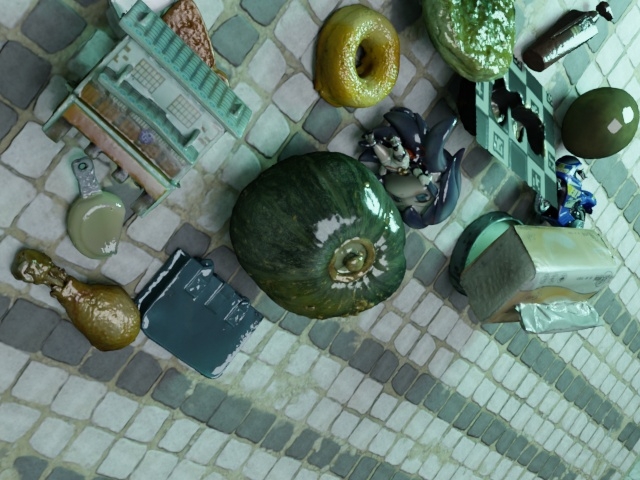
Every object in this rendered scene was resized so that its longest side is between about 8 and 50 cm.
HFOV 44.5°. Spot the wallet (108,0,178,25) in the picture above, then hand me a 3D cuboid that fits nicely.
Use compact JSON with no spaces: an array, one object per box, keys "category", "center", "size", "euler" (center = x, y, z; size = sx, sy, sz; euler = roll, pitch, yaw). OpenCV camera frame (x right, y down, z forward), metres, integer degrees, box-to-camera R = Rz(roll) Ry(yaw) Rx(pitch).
[{"category":"wallet","center":[-0.255,-0.368,1.167],"size":[0.122,0.025,0.061],"euler":[-34,131,-18]}]

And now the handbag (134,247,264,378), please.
[{"category":"handbag","center":[-0.222,0.133,1.439],"size":[0.179,0.062,0.229],"euler":[-52,133,-7]}]

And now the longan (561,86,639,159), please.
[{"category":"longan","center":[0.649,-0.268,1.833],"size":[0.184,0.159,0.204],"euler":[-33,167,-6]}]

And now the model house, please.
[{"category":"model house","center":[-0.249,-0.186,1.113],"size":[0.215,0.198,0.224],"euler":[-45,110,2]}]

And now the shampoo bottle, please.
[{"category":"shampoo bottle","center":[0.546,-0.450,1.710],"size":[0.236,0.067,0.068],"euler":[-38,124,-16]}]

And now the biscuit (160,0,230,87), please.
[{"category":"biscuit","center":[-0.226,-0.236,1.225],"size":[0.183,0.043,0.280],"euler":[1,108,-17]}]

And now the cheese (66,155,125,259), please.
[{"category":"cheese","center":[-0.354,-0.052,1.245],"size":[0.092,0.047,0.171],"euler":[-6,116,-36]}]

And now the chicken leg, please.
[{"category":"chicken leg","center":[-0.391,0.096,1.274],"size":[0.251,0.087,0.107],"euler":[42,74,-37]}]

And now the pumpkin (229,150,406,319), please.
[{"category":"pumpkin","center":[0.000,0.000,1.400],"size":[0.291,0.257,0.328],"euler":[-29,128,-5]}]

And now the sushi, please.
[{"category":"sushi","center":[0.373,-0.252,1.656],"size":[0.373,0.100,0.297],"euler":[27,59,-45]}]

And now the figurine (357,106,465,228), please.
[{"category":"figurine","center":[0.181,-0.146,1.527],"size":[0.197,0.175,0.265],"euler":[-36,138,-24]}]

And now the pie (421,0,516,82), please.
[{"category":"pie","center":[0.290,-0.425,1.458],"size":[0.277,0.078,0.277],"euler":[6,80,-39]}]

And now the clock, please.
[{"category":"clock","center":[0.407,0.040,1.878],"size":[0.226,0.049,0.226],"euler":[-17,123,-29]}]

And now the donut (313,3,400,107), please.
[{"category":"donut","center":[0.074,-0.324,1.410],"size":[0.174,0.074,0.190],"euler":[-2,114,-36]}]

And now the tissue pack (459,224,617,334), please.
[{"category":"tissue pack","center":[0.515,0.108,1.780],"size":[0.305,0.238,0.239],"euler":[1,112,-37]}]

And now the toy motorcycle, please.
[{"category":"toy motorcycle","center":[0.602,-0.106,1.912],"size":[0.315,0.113,0.169],"euler":[27,86,-52]}]
